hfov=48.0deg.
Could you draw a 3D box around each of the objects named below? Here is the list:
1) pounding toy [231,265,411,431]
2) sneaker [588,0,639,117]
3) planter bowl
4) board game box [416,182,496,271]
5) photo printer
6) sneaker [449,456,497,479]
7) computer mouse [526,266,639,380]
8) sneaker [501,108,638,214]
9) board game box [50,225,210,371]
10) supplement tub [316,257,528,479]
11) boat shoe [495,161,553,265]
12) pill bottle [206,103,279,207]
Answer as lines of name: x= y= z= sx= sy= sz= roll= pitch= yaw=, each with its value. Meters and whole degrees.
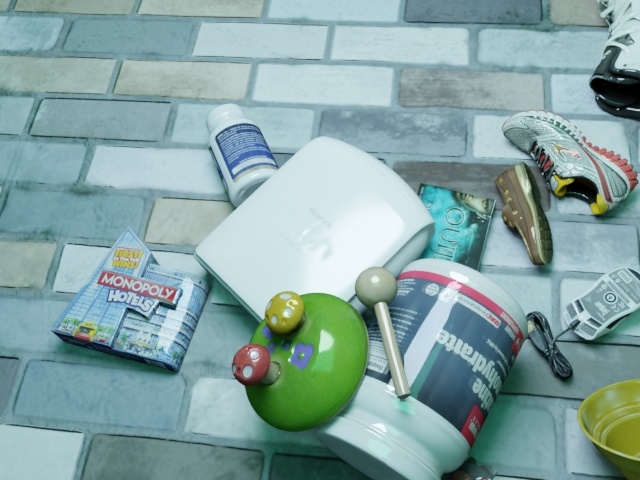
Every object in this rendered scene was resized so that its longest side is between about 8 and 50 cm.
pounding toy: x=-0.023 y=0.122 z=0.871 sx=0.236 sy=0.110 sz=0.183 roll=-22 pitch=51 yaw=27
sneaker: x=0.526 y=-0.382 z=1.212 sx=0.257 sy=0.169 sz=0.448 roll=-29 pitch=66 yaw=-12
planter bowl: x=0.440 y=0.260 z=0.902 sx=0.217 sy=0.217 sz=0.091 roll=-10 pitch=104 yaw=0
board game box: x=0.192 y=0.004 z=1.121 sx=0.126 sy=0.026 sz=0.186 roll=14 pitch=64 yaw=13
photo printer: x=0.000 y=0.000 z=1.080 sx=0.307 sy=0.107 sz=0.256 roll=-43 pitch=65 yaw=-10
sneaker: x=0.210 y=0.406 z=0.865 sx=0.135 sy=0.098 sz=0.276 roll=-20 pitch=63 yaw=-9
computer mouse: x=0.393 y=0.111 z=1.039 sx=0.193 sy=0.042 sz=0.106 roll=-32 pitch=59 yaw=-5
sneaker: x=0.383 y=-0.127 z=1.138 sx=0.225 sy=0.088 sz=0.093 roll=37 pitch=73 yaw=22
board game box: x=-0.280 y=0.082 z=1.106 sx=0.194 sy=0.060 sz=0.194 roll=12 pitch=65 yaw=11
supplement tub: x=0.134 y=0.178 z=0.941 sx=0.191 sy=0.191 sz=0.272 roll=26 pitch=68 yaw=18
boat shoe: x=0.316 y=-0.036 z=1.117 sx=0.060 sy=0.064 sz=0.178 roll=-24 pitch=56 yaw=28
pill bottle: x=-0.131 y=-0.143 z=1.191 sx=0.094 sy=0.094 sz=0.169 roll=-22 pitch=63 yaw=-7
